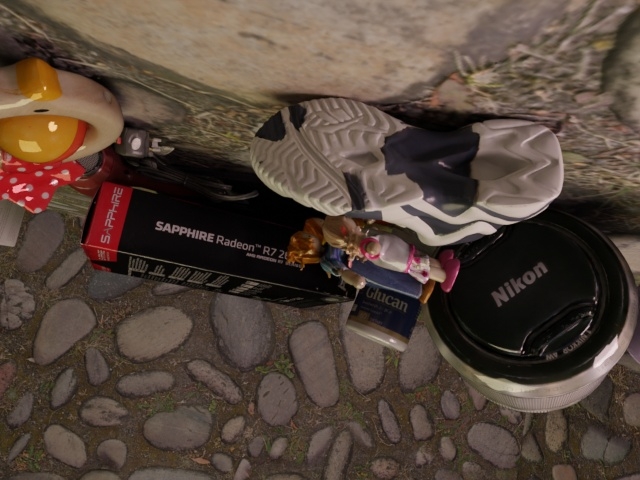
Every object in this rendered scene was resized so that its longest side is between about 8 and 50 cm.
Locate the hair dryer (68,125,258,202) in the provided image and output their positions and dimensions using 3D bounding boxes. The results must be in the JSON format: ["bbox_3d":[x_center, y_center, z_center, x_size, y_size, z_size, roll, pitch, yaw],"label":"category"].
[{"bbox_3d":[-0.255,-0.079,0.674,0.293,0.080,0.223,8,166,41],"label":"hair dryer"}]

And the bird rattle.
[{"bbox_3d":[-0.289,-0.094,0.445,0.206,0.143,0.253,-13,168,7],"label":"bird rattle"}]

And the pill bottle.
[{"bbox_3d":[0.110,0.067,0.692,0.094,0.169,0.094,22,168,5],"label":"pill bottle"}]

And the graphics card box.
[{"bbox_3d":[-0.151,0.026,0.722,0.370,0.094,0.233,15,164,-19],"label":"graphics card box"}]

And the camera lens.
[{"bbox_3d":[0.259,0.098,0.602,0.219,0.220,0.274,8,160,28],"label":"camera lens"}]

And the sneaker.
[{"bbox_3d":[0.066,-0.045,0.412,0.234,0.094,0.153,0,164,8],"label":"sneaker"}]

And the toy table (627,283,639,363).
[{"bbox_3d":[0.474,0.099,0.470,0.160,0.252,0.274,28,179,0],"label":"toy table"}]

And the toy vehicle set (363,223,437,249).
[{"bbox_3d":[0.203,-0.005,0.797,0.165,0.035,0.267,14,173,-20],"label":"toy vehicle set"}]

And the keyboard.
[{"bbox_3d":[-0.126,-0.052,0.778,0.317,0.033,0.202,10,149,20],"label":"keyboard"}]

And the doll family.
[{"bbox_3d":[0.046,0.014,0.552,0.163,0.118,0.263,19,-163,-2],"label":"doll family"}]

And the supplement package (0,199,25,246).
[{"bbox_3d":[-0.629,-0.104,0.741,0.177,0.175,0.293,13,174,0],"label":"supplement package"}]
